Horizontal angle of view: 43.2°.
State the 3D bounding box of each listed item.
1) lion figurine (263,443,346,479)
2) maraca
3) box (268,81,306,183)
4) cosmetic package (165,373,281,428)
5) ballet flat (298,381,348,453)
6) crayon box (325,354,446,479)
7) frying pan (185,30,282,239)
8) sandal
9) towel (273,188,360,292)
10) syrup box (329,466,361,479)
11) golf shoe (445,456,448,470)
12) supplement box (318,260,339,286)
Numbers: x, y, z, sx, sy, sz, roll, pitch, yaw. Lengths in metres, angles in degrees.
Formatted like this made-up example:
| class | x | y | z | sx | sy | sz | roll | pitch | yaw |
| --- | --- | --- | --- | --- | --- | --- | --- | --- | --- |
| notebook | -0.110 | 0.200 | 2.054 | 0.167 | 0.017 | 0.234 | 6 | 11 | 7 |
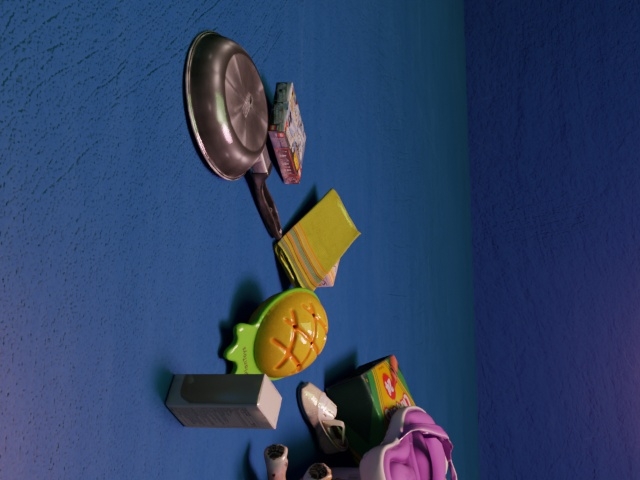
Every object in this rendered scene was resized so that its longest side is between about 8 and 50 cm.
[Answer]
| class | x | y | z | sx | sy | sz | roll | pitch | yaw |
| --- | --- | --- | --- | --- | --- | --- | --- | --- | --- |
| lion figurine | -0.051 | 0.437 | 1.059 | 0.392 | 0.142 | 0.240 | -45 | 138 | -47 |
| maraca | -0.060 | 0.135 | 1.099 | 0.186 | 0.099 | 0.127 | -27 | 119 | -43 |
| box | -0.050 | -0.163 | 1.240 | 0.137 | 0.027 | 0.094 | 75 | 19 | -58 |
| cosmetic package | -0.108 | 0.181 | 0.911 | 0.060 | 0.115 | 0.041 | 66 | 27 | -46 |
| ballet flat | 0.010 | 0.291 | 1.333 | 0.057 | 0.052 | 0.168 | -73 | 152 | -45 |
| crayon box | 0.135 | 0.383 | 1.473 | 0.318 | 0.081 | 0.202 | 68 | 21 | 5 |
| frying pan | -0.104 | -0.119 | 1.086 | 0.197 | 0.053 | 0.326 | -53 | 133 | -62 |
| sandal | 0.171 | 0.365 | 1.302 | 0.169 | 0.102 | 0.416 | 68 | 17 | 4 |
| towel | 0.000 | 0.000 | 1.324 | 0.102 | 0.021 | 0.237 | 63 | 32 | -14 |
| syrup box | 0.051 | 0.510 | 1.354 | 0.093 | 0.096 | 0.236 | -38 | 122 | -68 |
| golf shoe | 0.223 | 0.549 | 1.829 | 0.140 | 0.115 | 0.306 | -7 | 93 | -68 |
| supplement box | 0.007 | 0.024 | 1.392 | 0.098 | 0.036 | 0.062 | -75 | 153 | -42 |
